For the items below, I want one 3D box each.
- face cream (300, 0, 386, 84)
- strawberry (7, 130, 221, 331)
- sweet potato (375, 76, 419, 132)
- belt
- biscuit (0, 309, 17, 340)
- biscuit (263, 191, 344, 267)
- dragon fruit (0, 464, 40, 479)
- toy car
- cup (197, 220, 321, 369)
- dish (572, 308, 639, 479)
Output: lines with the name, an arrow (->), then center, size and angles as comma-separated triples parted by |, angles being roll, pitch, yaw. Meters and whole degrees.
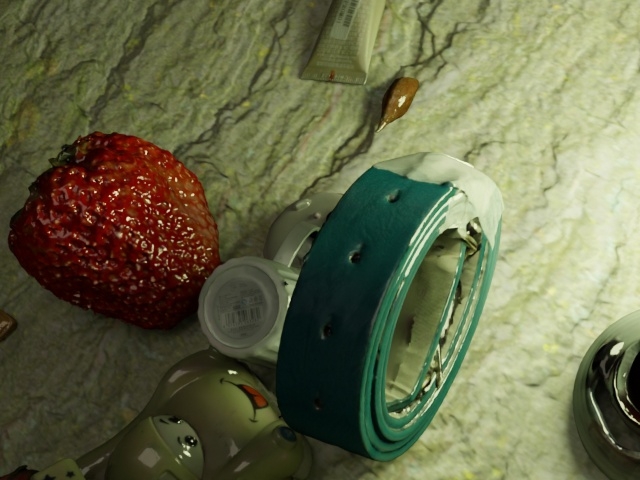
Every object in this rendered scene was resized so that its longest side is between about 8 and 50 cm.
face cream -> 0.072, -0.439, 1.998 | 0.137, 0.084, 0.341 | 11, 77, 32
strawberry -> -0.321, -0.013, 1.847 | 0.351, 0.267, 0.312 | 37, 76, 11
sweet potato -> 0.122, -0.226, 1.866 | 0.049, 0.049, 0.117 | 21, 70, 33
belt -> 0.104, 0.085, 1.546 | 0.173, 0.300, 0.436 | 12, 69, 30
biscuit -> -0.664, 0.165, 2.035 | 0.250, 0.035, 0.162 | -8, 64, 19
biscuit -> 0.000, 0.000, 1.800 | 0.208, 0.049, 0.181 | -18, 58, 17
dragon fruit -> -0.473, 0.425, 1.753 | 0.121, 0.130, 0.142 | -28, 48, 51
toy car -> -0.214, 0.323, 1.612 | 0.336, 0.226, 0.242 | -42, 54, 0
cup -> -0.077, 0.085, 1.665 | 0.167, 0.202, 0.221 | -10, 76, 20
dish -> 0.450, 0.189, 1.432 | 0.273, 0.134, 0.273 | -12, 59, 21
